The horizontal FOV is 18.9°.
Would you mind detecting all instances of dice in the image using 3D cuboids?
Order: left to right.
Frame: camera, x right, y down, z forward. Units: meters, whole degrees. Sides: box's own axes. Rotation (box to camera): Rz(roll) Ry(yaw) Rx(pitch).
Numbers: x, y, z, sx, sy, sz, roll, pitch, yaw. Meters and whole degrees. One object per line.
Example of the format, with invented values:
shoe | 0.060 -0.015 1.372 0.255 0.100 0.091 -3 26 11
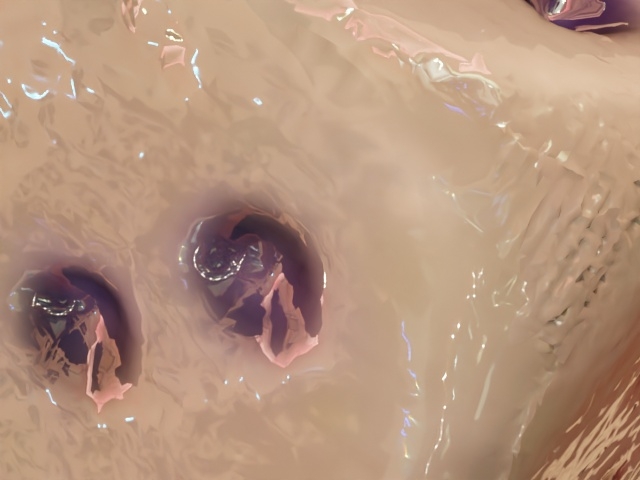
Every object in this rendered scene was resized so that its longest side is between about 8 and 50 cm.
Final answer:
dice | -0.001 -0.008 0.472 0.194 0.193 0.192 -26 -34 -54
